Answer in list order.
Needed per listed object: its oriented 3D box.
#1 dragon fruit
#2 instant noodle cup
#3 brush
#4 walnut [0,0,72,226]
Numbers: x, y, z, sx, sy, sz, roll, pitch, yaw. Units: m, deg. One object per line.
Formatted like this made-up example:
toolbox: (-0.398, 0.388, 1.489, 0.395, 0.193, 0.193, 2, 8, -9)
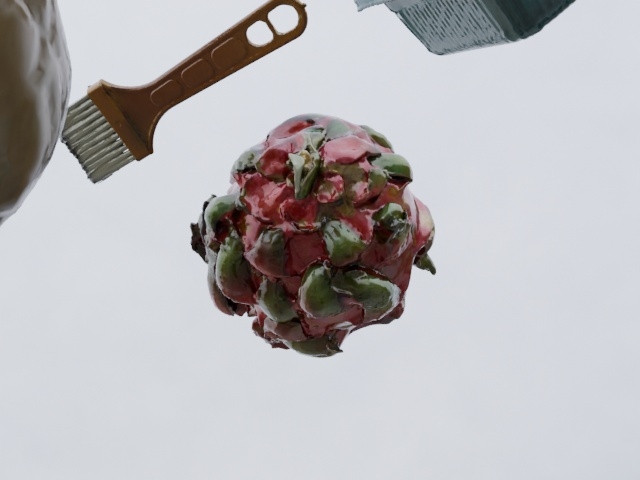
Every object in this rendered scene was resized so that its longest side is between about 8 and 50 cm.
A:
dragon fruit: (-0.009, 0.004, 1.203, 0.237, 0.231, 0.302, -32, -18, -39)
instant noodle cup: (0.122, -0.178, 0.671, 0.179, 0.070, 0.157, -41, 17, -17)
brush: (-0.136, -0.151, 1.070, 0.314, 0.090, 0.017, -26, 18, 30)
walnut: (-0.258, -0.102, 0.452, 0.296, 0.285, 0.285, -1, -30, 2)
